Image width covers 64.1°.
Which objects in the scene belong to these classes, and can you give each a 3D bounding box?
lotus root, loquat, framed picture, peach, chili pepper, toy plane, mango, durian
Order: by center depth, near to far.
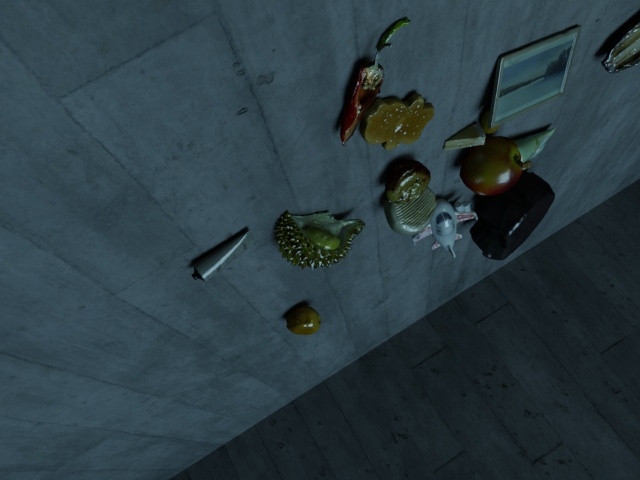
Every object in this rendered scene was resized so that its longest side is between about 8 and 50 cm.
[{"bbox_3d":[0.144,-0.410,1.015,0.083,0.017,0.030,-39,156,11],"label":"chili pepper"},{"bbox_3d":[0.088,-0.309,1.090,0.059,0.050,0.268,0,145,-18],"label":"chili pepper"},{"bbox_3d":[0.590,-0.451,1.416,0.289,0.016,0.213,-25,137,-18],"label":"framed picture"},{"bbox_3d":[0.000,0.000,1.470,0.306,0.166,0.172,-6,174,-36],"label":"durian"},{"bbox_3d":[0.511,-0.357,1.511,0.079,0.057,0.114,-35,159,-14],"label":"mango"},{"bbox_3d":[1.000,-0.648,1.566,0.329,0.078,0.167,-38,132,12],"label":"lotus root"},{"bbox_3d":[0.543,-0.232,1.639,0.197,0.197,0.197,-27,155,-14],"label":"peach"},{"bbox_3d":[0.451,-0.051,1.877,0.252,0.118,0.252,-8,131,-9],"label":"toy plane"},{"bbox_3d":[-0.067,0.309,1.958,0.137,0.113,0.137,-13,167,-3],"label":"loquat"}]

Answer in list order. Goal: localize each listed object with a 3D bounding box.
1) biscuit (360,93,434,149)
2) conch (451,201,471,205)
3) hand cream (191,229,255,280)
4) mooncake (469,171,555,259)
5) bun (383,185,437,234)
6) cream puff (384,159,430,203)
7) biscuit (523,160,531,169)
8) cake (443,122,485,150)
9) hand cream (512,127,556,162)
[{"bbox_3d":[0.182,-0.292,1.256,0.226,0.036,0.166,-10,146,-36],"label":"biscuit"},{"bbox_3d":[0.497,-0.101,1.949,0.180,0.065,0.088,-35,158,24],"label":"conch"},{"bbox_3d":[-0.251,0.042,1.324,0.186,0.054,0.087,-36,161,-12],"label":"hand cream"},{"bbox_3d":[0.785,-0.111,2.104,0.351,0.212,0.381,-30,153,-20],"label":"mooncake"},{"bbox_3d":[0.277,-0.102,1.614,0.173,0.166,0.113,-12,-175,-20],"label":"bun"},{"bbox_3d":[0.245,-0.174,1.485,0.149,0.084,0.149,-20,144,-15],"label":"cream puff"},{"bbox_3d":[0.712,-0.261,1.903,0.162,0.035,0.250,-18,-176,40],"label":"biscuit"},{"bbox_3d":[0.429,-0.298,1.524,0.121,0.065,0.052,-27,153,1],"label":"cake"},{"bbox_3d":[0.716,-0.321,1.810,0.306,0.093,0.147,-26,160,-38],"label":"hand cream"}]
